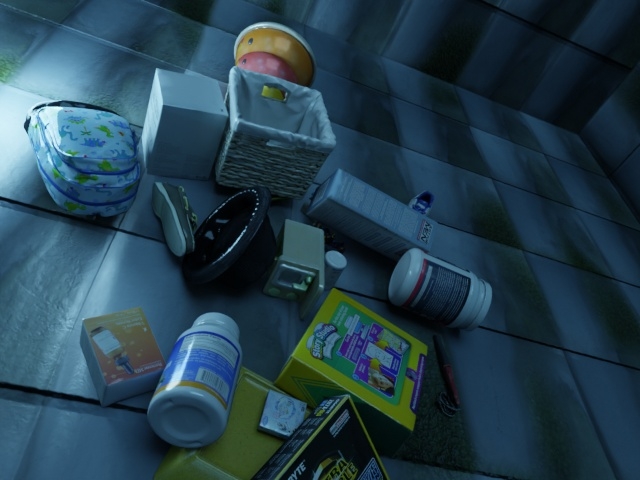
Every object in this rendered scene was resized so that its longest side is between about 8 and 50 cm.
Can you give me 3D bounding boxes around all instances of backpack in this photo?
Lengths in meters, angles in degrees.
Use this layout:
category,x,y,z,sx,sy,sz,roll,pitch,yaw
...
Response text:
category,x,y,z,sx,sy,sz,roll,pitch,yaw
backpack,-0.630,-0.225,1.422,0.290,0.273,0.356,4,57,-37

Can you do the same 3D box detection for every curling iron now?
category,x,y,z,sx,sy,sz,roll,pitch,yaw
curling iron,0.354,0.374,1.492,0.068,0.035,0.274,19,40,-12

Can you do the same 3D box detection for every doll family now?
category,x,y,z,sx,sy,sz,roll,pitch,yaw
doll family,0.000,0.000,1.655,0.193,0.076,0.111,-11,34,-32

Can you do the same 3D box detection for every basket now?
category,x,y,z,sx,sy,sz,roll,pitch,yaw
basket,-0.164,-0.342,1.707,0.328,0.266,0.331,10,42,-22

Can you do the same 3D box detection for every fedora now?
category,x,y,z,sx,sy,sz,roll,pitch,yaw
fedora,-0.219,0.012,1.418,0.152,0.334,0.334,48,29,-31

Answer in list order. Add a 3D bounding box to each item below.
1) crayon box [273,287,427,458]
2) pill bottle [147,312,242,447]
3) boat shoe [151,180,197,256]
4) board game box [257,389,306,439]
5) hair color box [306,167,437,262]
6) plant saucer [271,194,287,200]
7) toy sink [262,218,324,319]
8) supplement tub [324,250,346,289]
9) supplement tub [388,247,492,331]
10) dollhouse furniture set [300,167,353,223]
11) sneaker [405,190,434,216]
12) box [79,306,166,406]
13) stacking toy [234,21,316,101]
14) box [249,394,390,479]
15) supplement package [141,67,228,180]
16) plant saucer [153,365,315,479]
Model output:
category,x,y,z,sx,sy,sz,roll,pitch,yaw
crayon box,0.095,0.308,1.303,0.313,0.106,0.363,31,25,5
pill bottle,-0.246,0.275,1.083,0.152,0.152,0.272,21,26,-9
boat shoe,-0.396,-0.067,1.455,0.091,0.109,0.305,-1,37,-33
board game box,-0.081,0.377,1.118,0.090,0.020,0.090,24,40,-7
hair color box,0.163,-0.070,1.673,0.374,0.185,0.114,27,67,-14
plant saucer,-0.189,-0.193,1.778,0.188,0.045,0.188,-13,55,-39
toy sink,-0.077,0.081,1.465,0.131,0.153,0.234,16,42,-15
supplement tub,0.028,0.089,1.551,0.071,0.107,0.071,17,41,-15
supplement tub,0.366,0.155,1.613,0.272,0.191,0.191,23,39,-6
dollhouse furniture set,0.052,-0.139,1.794,0.129,0.129,0.183,40,39,14
sneaker,0.333,-0.093,1.912,0.111,0.131,0.296,34,41,4
box,-0.428,0.247,1.125,0.130,0.091,0.170,-11,53,-38
stacking toy,-0.231,-0.575,2.013,0.350,0.351,0.480,22,55,-8
box,0.005,0.501,1.009,0.322,0.079,0.257,-31,100,-52
supplement package,-0.434,-0.359,1.639,0.199,0.263,0.198,3,45,-28
plant saucer,-0.125,0.433,1.112,0.332,0.081,0.333,28,40,0
